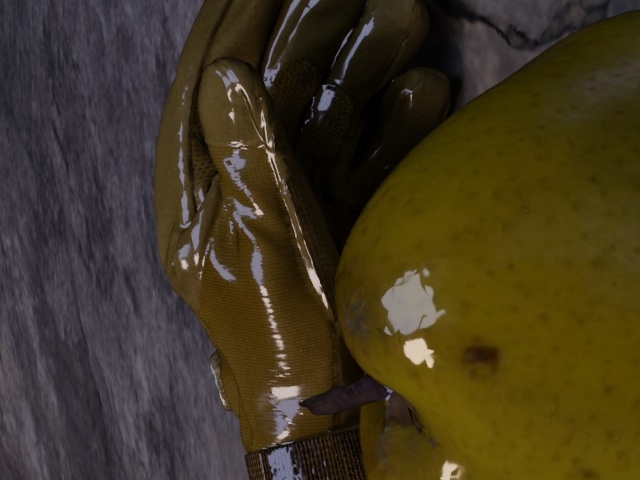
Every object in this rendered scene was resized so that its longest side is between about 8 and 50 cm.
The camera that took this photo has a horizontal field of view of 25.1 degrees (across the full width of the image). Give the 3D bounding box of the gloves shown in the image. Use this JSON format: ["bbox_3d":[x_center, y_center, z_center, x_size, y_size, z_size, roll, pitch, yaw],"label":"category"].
[{"bbox_3d":[-0.009,0.004,0.771,0.141,0.154,0.331,-10,89,56],"label":"gloves"}]

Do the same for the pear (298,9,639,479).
[{"bbox_3d":[0.088,0.032,0.592,0.267,0.178,0.267,2,93,54],"label":"pear"}]
